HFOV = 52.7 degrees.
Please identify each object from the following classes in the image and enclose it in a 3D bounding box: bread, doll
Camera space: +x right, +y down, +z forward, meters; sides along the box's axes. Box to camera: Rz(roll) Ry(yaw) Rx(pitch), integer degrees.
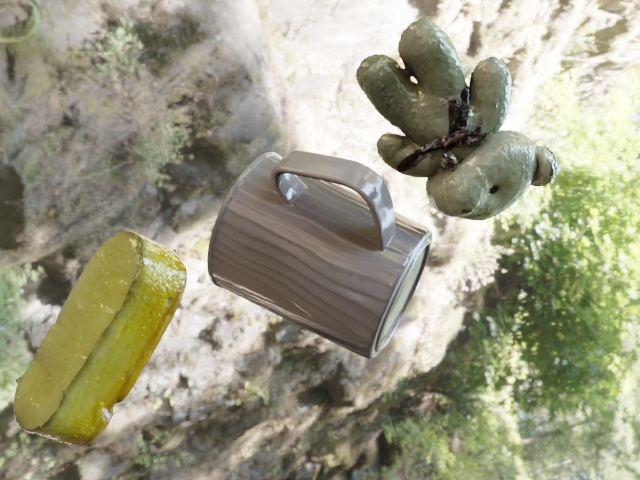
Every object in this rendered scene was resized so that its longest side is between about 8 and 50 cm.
[{"bbox_3d":[-0.238,0.109,0.722,0.102,0.094,0.246,22,-100,43],"label":"bread"},{"bbox_3d":[0.161,-0.137,0.831,0.278,0.149,0.175,49,-36,-13],"label":"doll"}]

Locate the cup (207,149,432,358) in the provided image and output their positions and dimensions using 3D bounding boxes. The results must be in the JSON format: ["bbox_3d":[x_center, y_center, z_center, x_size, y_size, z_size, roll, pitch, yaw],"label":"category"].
[{"bbox_3d":[0.008,-0.005,0.911,0.273,0.208,0.288,26,-63,16],"label":"cup"}]
